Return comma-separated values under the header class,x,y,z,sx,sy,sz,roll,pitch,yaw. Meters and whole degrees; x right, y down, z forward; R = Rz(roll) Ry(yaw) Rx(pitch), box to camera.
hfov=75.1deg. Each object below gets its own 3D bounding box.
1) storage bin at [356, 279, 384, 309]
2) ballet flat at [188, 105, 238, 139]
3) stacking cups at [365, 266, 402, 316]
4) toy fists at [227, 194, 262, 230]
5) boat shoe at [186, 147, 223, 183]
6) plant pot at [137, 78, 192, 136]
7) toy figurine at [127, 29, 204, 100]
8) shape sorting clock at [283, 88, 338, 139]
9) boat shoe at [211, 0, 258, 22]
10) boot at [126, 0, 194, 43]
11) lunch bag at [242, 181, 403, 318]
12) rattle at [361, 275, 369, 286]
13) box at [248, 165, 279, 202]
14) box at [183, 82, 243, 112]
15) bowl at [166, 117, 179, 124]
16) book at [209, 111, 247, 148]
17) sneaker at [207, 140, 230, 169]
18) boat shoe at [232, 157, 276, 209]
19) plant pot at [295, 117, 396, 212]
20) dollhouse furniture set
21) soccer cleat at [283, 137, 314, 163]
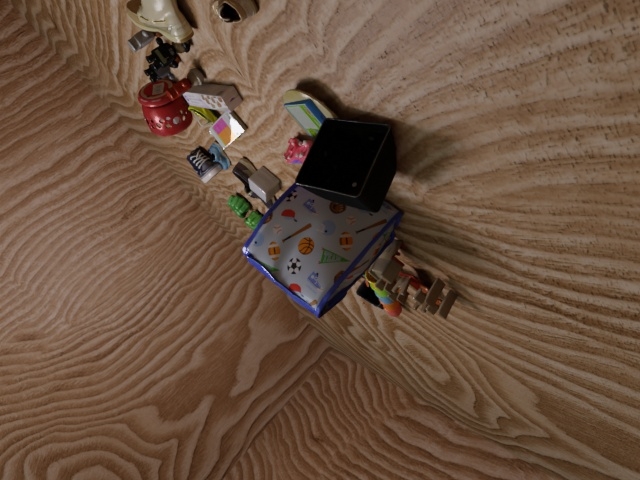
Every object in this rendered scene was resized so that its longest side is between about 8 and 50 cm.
class,x,y,z,sx,sy,sz,roll,pitch,yaw
storage bin,0.236,0.253,1.845,0.135,0.098,0.091,30,168,37
ballet flat,-0.428,-0.464,1.645,0.231,0.077,0.077,44,168,-4
stacking cups,0.272,0.207,1.683,0.096,0.096,0.316,29,163,39
toy fists,-0.405,-0.144,2.315,0.279,0.096,0.142,45,162,0
boat shoe,-0.601,-0.387,2.109,0.158,0.127,0.340,52,165,-20
plant pot,-0.657,-0.561,1.741,0.191,0.191,0.174,34,156,28
toy figurine,-0.518,-0.613,1.408,0.209,0.148,0.213,42,166,24
shape sorting clock,-0.014,-0.326,1.117,0.206,0.040,0.206,38,172,6
boat shoe,-0.222,-0.558,1.004,0.170,0.059,0.063,26,156,43
boot,-0.501,-0.709,1.204,0.262,0.095,0.203,34,161,21
lunch bag,0.000,0.000,1.273,0.328,0.385,0.239,37,161,18
rattle,0.147,0.098,1.771,0.200,0.142,0.130,28,-166,1
box,-0.234,-0.233,1.738,0.101,0.087,0.102,41,162,9
box,-0.392,-0.512,1.477,0.324,0.067,0.063,24,154,44
bowl,-0.723,-0.627,1.958,0.142,0.053,0.142,32,159,30
book,-0.351,-0.420,1.567,0.144,0.035,0.096,-23,113,44
sneaker,-0.482,-0.388,1.948,0.063,0.073,0.162,33,161,31
boat shoe,-0.299,-0.237,1.866,0.103,0.092,0.285,26,155,44
plant pot,0.083,-0.168,1.026,0.188,0.187,0.167,18,168,34
dollhouse furniture set,0.298,0.125,1.404,0.259,0.135,0.262,39,166,-27
soccer cleat,-0.045,-0.263,1.260,0.095,0.083,0.248,17,-175,-21
